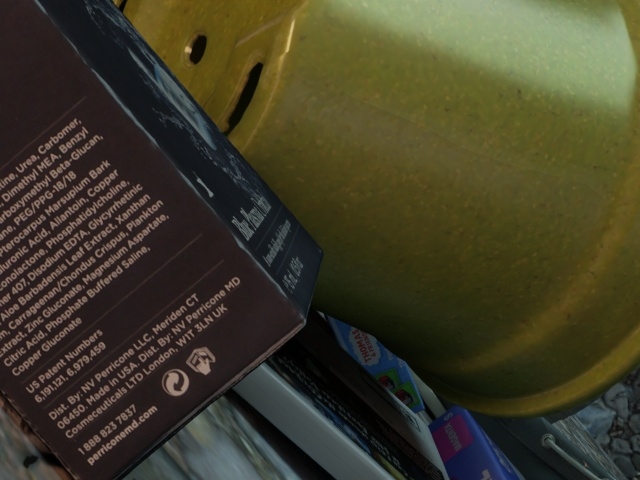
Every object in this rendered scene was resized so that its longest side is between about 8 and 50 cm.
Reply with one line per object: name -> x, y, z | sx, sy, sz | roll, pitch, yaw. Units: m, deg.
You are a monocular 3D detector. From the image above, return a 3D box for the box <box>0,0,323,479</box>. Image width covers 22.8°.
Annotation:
box -> -0.083, -0.015, 0.555 | 0.158, 0.093, 0.156 | 49, 6, -5

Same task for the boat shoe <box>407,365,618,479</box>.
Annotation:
boat shoe -> 0.157, 0.145, 1.316 | 0.116, 0.099, 0.319 | 44, 9, -48

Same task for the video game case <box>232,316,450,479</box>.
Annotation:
video game case -> -0.001, 0.080, 0.838 | 0.190, 0.022, 0.173 | 43, 8, -15

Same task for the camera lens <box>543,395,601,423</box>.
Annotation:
camera lens -> 0.172, 0.024, 1.575 | 0.274, 0.219, 0.219 | 49, 7, -21

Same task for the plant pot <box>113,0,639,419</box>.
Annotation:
plant pot -> 0.028, -0.065, 0.813 | 0.254, 0.276, 0.276 | 17, 27, -36

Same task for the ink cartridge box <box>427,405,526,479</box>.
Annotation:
ink cartridge box -> 0.147, 0.224, 0.979 | 0.311, 0.065, 0.186 | 47, 7, -21

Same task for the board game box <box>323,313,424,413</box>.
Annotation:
board game box -> 0.000, 0.000, 1.064 | 0.160, 0.039, 0.211 | -116, -177, -64
